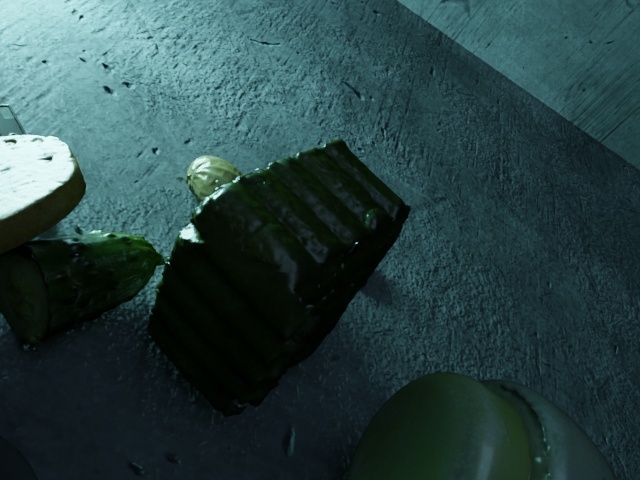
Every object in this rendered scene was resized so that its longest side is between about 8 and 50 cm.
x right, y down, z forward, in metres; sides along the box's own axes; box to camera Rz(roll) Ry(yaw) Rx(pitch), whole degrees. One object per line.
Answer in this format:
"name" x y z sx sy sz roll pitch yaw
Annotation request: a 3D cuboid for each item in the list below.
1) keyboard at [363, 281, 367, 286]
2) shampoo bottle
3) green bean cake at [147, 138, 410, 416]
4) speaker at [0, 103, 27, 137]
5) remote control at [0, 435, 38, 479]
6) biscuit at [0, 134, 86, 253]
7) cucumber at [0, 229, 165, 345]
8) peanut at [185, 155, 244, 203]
"keyboard" 0.000 0.000 1.216 0.230 0.025 0.093 31 43 -10
"shampoo bottle" 0.217 0.345 0.825 0.317 0.322 0.322 32 40 -16
"green bean cake" -0.046 0.047 0.894 0.218 0.335 0.319 47 44 11
"speaker" -0.451 -0.121 0.966 0.040 0.046 0.191 -16 64 -46
"remote control" -0.422 0.241 0.603 0.332 0.103 0.221 38 42 -4
"biscuit" -0.478 -0.047 0.796 0.287 0.057 0.344 31 47 34
"cucumber" -0.306 0.044 0.872 0.134 0.134 0.244 51 32 14
"peanut" -0.141 -0.066 1.115 0.214 0.090 0.098 37 -4 -3
